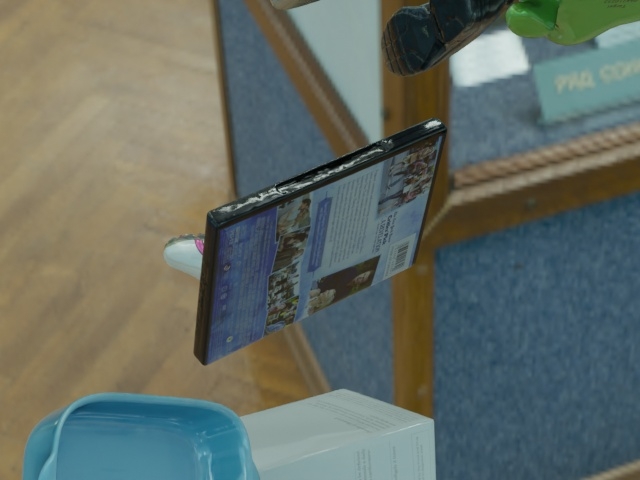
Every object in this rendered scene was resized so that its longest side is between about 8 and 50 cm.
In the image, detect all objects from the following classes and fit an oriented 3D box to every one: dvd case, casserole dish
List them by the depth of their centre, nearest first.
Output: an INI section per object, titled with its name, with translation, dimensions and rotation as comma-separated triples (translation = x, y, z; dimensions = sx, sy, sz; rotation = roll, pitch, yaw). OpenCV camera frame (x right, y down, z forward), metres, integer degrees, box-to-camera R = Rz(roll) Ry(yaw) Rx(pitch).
[casserole dish]
translation = -0.095, 0.139, 0.744
dimensions = 0.037, 0.188, 0.114
rotation = -6, 78, 31
[dvd case]
translation = 0.000, 0.000, 1.278
dimensions = 0.253, 0.180, 0.022
rotation = -24, 53, -30

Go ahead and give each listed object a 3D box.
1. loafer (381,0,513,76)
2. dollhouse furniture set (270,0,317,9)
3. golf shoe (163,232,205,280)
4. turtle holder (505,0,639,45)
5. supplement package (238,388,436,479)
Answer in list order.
[loafer]
translation = 0.110, -0.186, 1.261
dimensions = 0.061, 0.062, 0.170
rotation = -14, -2, -28
[dollhouse furniture set]
translation = 0.016, -0.324, 0.820
dimensions = 0.394, 0.256, 0.362
rotation = -23, 84, -45
[golf shoe]
translation = -0.115, 0.048, 1.823
dimensions = 0.186, 0.067, 0.086
rotation = 16, 60, 1
[turtle holder]
translation = 0.254, -0.289, 1.157
dimensions = 0.243, 0.320, 0.227
rotation = -12, 70, 11
[supplement package]
translation = -0.022, 0.175, 0.950
dimensions = 0.179, 0.105, 0.105
rotation = -10, 14, -35
